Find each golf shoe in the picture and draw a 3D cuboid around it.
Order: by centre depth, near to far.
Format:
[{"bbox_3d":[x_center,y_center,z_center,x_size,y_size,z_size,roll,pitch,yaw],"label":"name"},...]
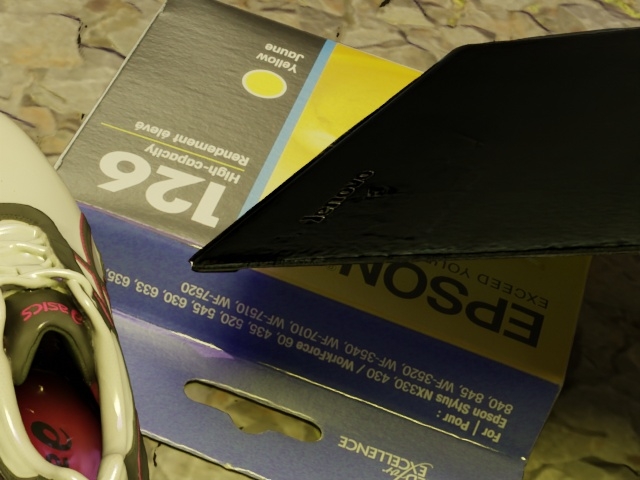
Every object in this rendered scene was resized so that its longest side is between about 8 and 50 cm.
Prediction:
[{"bbox_3d":[-0.136,0.030,0.765,0.105,0.120,0.273,-11,64,-24],"label":"golf shoe"}]

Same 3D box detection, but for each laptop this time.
[{"bbox_3d":[0.220,0.028,0.828,0.408,0.236,0.382,48,33,0],"label":"laptop"}]

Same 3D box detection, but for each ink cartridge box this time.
[{"bbox_3d":[0.000,0.000,0.920,0.303,0.072,0.307,20,41,2],"label":"ink cartridge box"}]
